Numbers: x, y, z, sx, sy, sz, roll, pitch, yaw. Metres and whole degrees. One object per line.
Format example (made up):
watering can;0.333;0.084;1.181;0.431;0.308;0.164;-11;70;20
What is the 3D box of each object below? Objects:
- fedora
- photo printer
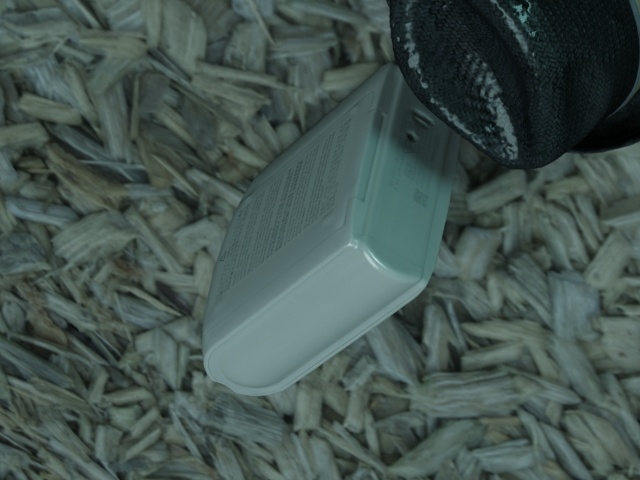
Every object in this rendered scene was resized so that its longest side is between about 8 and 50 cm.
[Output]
fedora;0.160;-0.182;1.716;0.334;0.152;0.334;20;136;20
photo printer;0.000;0.000;1.906;0.107;0.256;0.307;31;138;-20
